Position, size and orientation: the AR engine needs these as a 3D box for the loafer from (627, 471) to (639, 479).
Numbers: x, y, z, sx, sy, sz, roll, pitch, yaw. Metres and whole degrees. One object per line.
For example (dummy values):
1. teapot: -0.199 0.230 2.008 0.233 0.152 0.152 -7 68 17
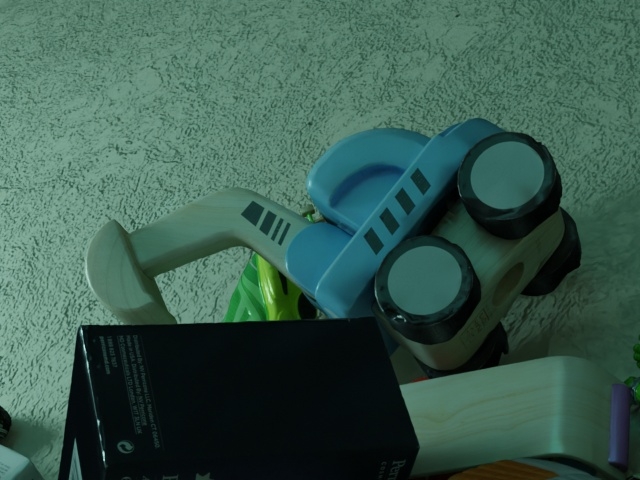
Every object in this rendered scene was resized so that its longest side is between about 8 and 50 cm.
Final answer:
1. loafer: 0.344 0.247 1.480 0.268 0.092 0.102 -35 66 -1

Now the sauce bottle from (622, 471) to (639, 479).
1. sauce bottle: 0.322 0.249 1.561 0.128 0.042 0.042 -24 35 7

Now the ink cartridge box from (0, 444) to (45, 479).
1. ink cartridge box: -0.466 0.363 1.864 0.197 0.114 0.273 15 52 43

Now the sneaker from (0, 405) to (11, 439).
1. sneaker: -0.558 0.299 2.029 0.344 0.134 0.146 -23 71 -5

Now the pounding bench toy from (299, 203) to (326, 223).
1. pounding bench toy: 0.000 0.000 2.052 0.052 0.083 0.065 -28 34 -2

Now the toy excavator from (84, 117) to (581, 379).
1. toy excavator: 0.010 0.002 1.798 0.445 0.222 0.433 35 81 28

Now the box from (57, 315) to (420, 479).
1. box: -0.091 0.235 1.518 0.294 0.296 0.182 -2 44 -18

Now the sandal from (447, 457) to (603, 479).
1. sandal: 0.144 0.258 1.431 0.265 0.076 0.102 -7 13 -31

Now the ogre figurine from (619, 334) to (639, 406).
1. ogre figurine: 0.408 0.121 1.630 0.197 0.096 0.118 -15 16 -8

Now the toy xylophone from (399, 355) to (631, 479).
1. toy xylophone: 0.157 0.229 1.620 0.323 0.081 0.236 -7 51 36

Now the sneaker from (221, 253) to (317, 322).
1. sneaker: -0.062 0.134 1.928 0.123 0.109 0.295 -45 28 41
